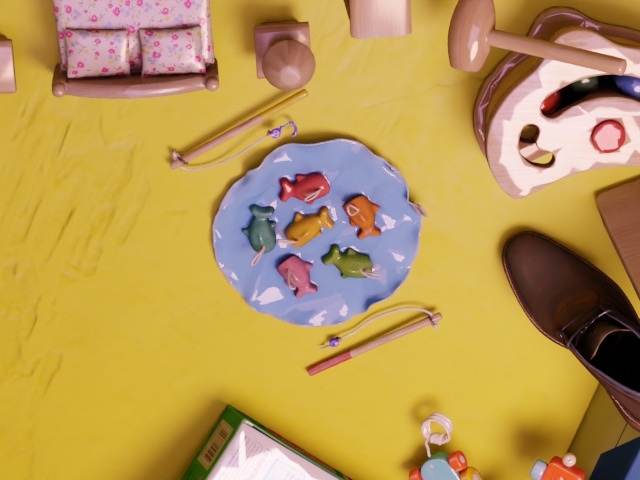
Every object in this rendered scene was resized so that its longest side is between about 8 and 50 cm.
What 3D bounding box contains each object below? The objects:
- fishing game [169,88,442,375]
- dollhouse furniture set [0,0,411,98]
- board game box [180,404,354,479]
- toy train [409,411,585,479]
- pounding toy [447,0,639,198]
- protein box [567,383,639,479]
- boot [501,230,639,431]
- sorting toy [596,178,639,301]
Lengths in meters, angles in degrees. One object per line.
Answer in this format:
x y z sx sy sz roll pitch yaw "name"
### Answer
0.000 0.000 1.447 0.189 0.041 0.264 -24 116 9 "fishing game"
-0.118 -0.240 1.243 0.355 0.174 0.303 -4 116 -4 "dollhouse furniture set"
-0.016 0.337 1.546 0.316 0.064 0.242 34 87 -18 "board game box"
0.168 0.221 1.541 0.166 0.046 0.125 23 116 15 "toy train"
0.217 -0.095 1.356 0.269 0.155 0.154 15 111 -10 "pounding toy"
0.341 0.248 1.546 0.201 0.136 0.200 15 113 -12 "protein box"
0.235 0.065 1.410 0.082 0.106 0.219 -40 73 -3 "boot"
0.397 0.029 1.389 0.257 0.255 0.089 -19 132 4 "sorting toy"
